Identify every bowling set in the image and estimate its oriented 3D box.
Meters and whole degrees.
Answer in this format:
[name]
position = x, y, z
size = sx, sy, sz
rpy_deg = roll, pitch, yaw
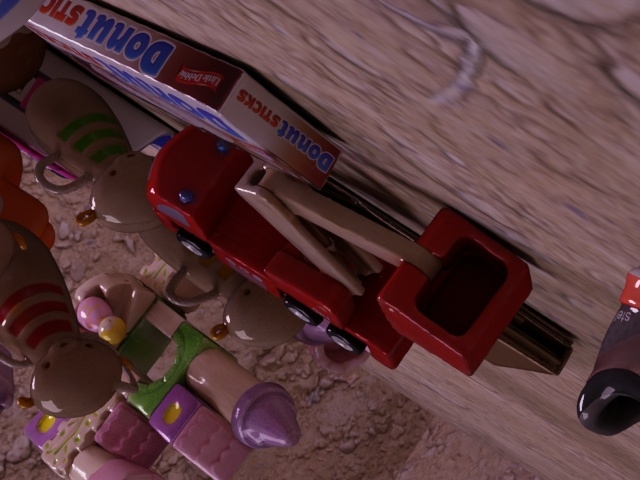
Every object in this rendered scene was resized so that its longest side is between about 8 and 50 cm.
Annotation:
[bowling set]
position = -0.156, -0.010, 0.959
size = 0.154, 0.287, 0.200
rpy_deg = 47, 153, 44

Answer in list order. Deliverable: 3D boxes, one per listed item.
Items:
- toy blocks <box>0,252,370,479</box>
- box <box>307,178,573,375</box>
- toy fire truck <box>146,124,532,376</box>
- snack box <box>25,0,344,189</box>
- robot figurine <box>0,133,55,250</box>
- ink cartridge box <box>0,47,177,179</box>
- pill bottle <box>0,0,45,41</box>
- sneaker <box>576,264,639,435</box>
[toy blocks]
position = -0.109, 0.115, 1.501
size = 0.309, 0.288, 0.260
rpy_deg = 40, 176, -40
[box]
position = 0.043, 0.016, 0.977
size = 0.164, 0.021, 0.201
rpy_deg = 33, 177, -1
[toy fire truck]
position = 0.000, 0.000, 0.798
size = 0.192, 0.047, 0.135
rpy_deg = 32, 168, 18
[snack box]
position = -0.065, -0.069, 0.780
size = 0.064, 0.022, 0.178
rpy_deg = 37, 174, -41
[robot figurine]
position = -0.267, -0.039, 1.114
size = 0.219, 0.128, 0.158
rpy_deg = 31, -155, 6
[ink cartridge box]
position = -0.225, -0.118, 1.191
size = 0.371, 0.069, 0.176
rpy_deg = 31, 176, -12
[pill bottle]
position = -0.124, -0.103, 0.436
size = 0.078, 0.078, 0.137
rpy_deg = 30, 175, 38
[sneaker]
position = 0.136, 0.063, 0.506
size = 0.158, 0.065, 0.061
rpy_deg = 29, 175, 44
